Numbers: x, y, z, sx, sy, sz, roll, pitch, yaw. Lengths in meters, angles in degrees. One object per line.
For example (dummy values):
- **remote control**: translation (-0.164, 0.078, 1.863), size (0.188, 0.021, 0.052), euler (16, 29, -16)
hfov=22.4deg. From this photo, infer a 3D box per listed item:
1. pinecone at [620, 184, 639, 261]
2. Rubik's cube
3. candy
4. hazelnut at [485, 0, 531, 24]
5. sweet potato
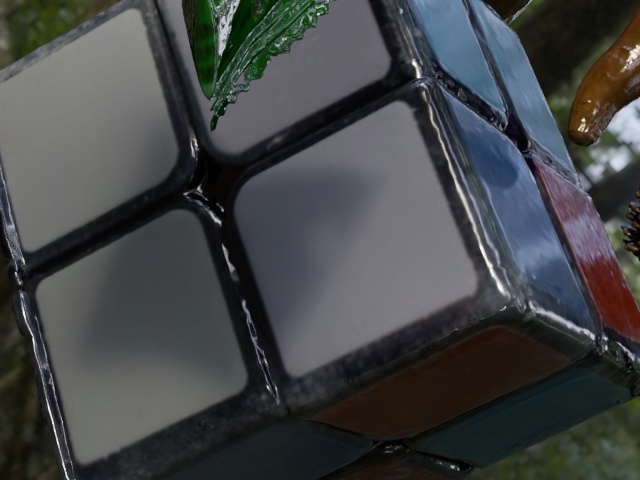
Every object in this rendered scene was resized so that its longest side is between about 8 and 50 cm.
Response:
- **pinecone**: translation (0.336, -0.015, 1.551), size (0.102, 0.102, 0.109), euler (-128, -156, -61)
- **Rubik's cube**: translation (0.000, 0.000, 1.084), size (0.318, 0.313, 0.316), euler (26, 40, -61)
- **candy**: translation (-0.067, -0.169, 0.711), size (0.203, 0.078, 0.141), euler (46, 39, -15)
- **hazelnut**: translation (0.045, -0.358, 1.632), size (0.421, 0.421, 0.353), euler (50, 33, -16)
- **sweet potato**: translation (0.244, -0.172, 1.086), size (0.057, 0.265, 0.057), euler (29, -13, 7)
